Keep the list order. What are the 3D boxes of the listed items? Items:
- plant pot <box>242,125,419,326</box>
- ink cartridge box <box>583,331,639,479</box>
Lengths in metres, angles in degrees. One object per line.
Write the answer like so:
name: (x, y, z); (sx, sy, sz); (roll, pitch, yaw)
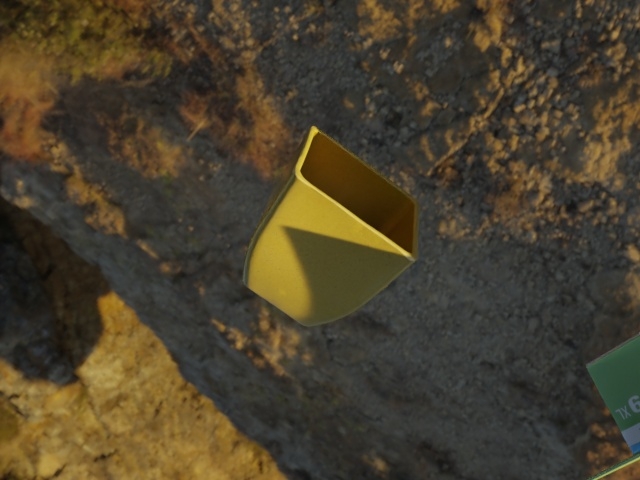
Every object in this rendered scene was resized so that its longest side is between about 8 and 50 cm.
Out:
plant pot: (0.000, 0.000, 0.501); (0.081, 0.081, 0.083); (34, 115, -9)
ink cartridge box: (0.228, 0.065, 0.490); (0.109, 0.209, 0.062); (-49, 59, 49)
